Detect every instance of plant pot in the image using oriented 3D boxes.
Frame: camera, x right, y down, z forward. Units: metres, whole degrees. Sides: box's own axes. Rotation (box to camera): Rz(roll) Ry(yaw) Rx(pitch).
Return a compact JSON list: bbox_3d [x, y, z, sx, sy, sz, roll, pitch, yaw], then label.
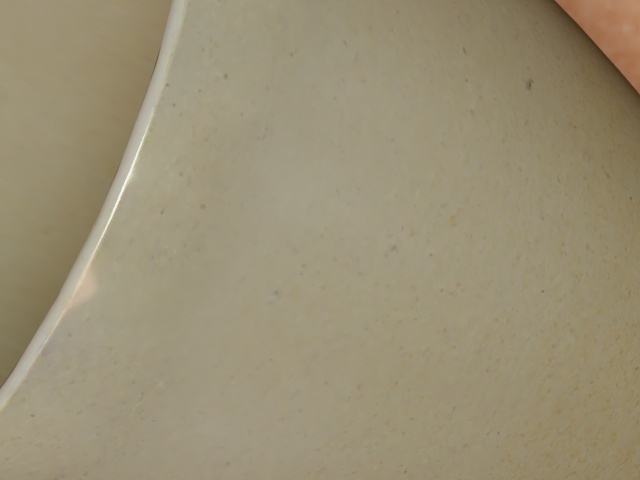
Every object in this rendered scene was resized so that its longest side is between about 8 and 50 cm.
[{"bbox_3d":[0.000,0.000,0.608,0.274,0.256,0.256,22,118,-33],"label":"plant pot"}]
